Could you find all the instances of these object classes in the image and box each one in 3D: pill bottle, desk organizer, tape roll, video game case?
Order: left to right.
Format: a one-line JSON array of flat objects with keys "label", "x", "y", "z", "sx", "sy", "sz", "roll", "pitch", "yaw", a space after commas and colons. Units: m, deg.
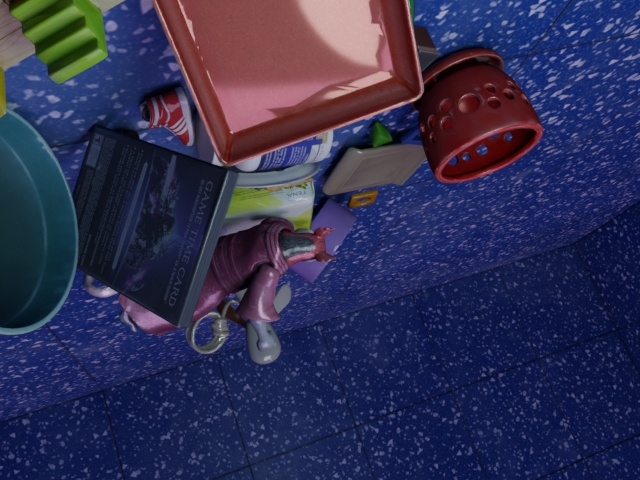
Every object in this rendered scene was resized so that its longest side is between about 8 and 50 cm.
[{"label": "video game case", "x": -0.235, "y": -0.029, "z": 0.803, "sx": 0.274, "sy": 0.196, "sz": 0.026, "roll": 21, "pitch": -176, "yaw": 34}, {"label": "pill bottle", "x": -0.086, "y": -0.162, "z": 0.934, "sx": 0.187, "sy": 0.112, "sz": 0.112, "roll": -12, "pitch": 162, "yaw": -28}, {"label": "tape roll", "x": 0.000, "y": 0.000, "z": 1.429, "sx": 0.189, "sy": 0.080, "sz": 0.189, "roll": -56, "pitch": -179, "yaw": 1}, {"label": "desk organizer", "x": 0.116, "y": -0.266, "z": 0.952, "sx": 0.047, "sy": 0.050, "sz": 0.130, "roll": -6, "pitch": 158, "yaw": -39}]

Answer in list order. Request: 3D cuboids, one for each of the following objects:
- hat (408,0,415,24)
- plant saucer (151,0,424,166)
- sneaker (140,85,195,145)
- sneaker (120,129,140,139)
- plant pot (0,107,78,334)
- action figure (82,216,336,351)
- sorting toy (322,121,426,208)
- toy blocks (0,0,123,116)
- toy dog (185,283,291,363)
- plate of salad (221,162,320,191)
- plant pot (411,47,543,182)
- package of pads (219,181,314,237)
[{"label": "hat", "x": 0.002, "y": -0.288, "z": 0.801, "sx": 0.173, "sy": 0.183, "sz": 0.208, "roll": 23, "pitch": 114, "yaw": -27}, {"label": "plant saucer", "x": -0.033, "y": -0.238, "z": 0.682, "sx": 0.259, "sy": 0.047, "sz": 0.259, "roll": -20, "pitch": 125, "yaw": -2}, {"label": "sneaker", "x": -0.217, "y": -0.169, "z": 0.885, "sx": 0.067, "sy": 0.042, "sz": 0.118, "roll": -20, "pitch": 156, "yaw": -14}, {"label": "sneaker", "x": -0.319, "y": -0.084, "z": 0.959, "sx": 0.097, "sy": 0.084, "sz": 0.234, "roll": -12, "pitch": 161, "yaw": -22}, {"label": "plant pot", "x": -0.481, "y": -0.009, "z": 0.740, "sx": 0.255, "sy": 0.271, "sz": 0.271, "roll": -9, "pitch": 165, "yaw": 11}, {"label": "action figure", "x": -0.149, "y": 0.025, "z": 1.038, "sx": 0.370, "sy": 0.248, "sz": 0.275, "roll": -19, "pitch": 134, "yaw": 22}, {"label": "sorting toy", "x": 0.114, "y": -0.161, "z": 1.294, "sx": 0.196, "sy": 0.047, "sz": 0.347, "roll": -8, "pitch": 160, "yaw": -24}, {"label": "toy blocks", "x": -0.274, "y": -0.244, "z": 0.408, "sx": 0.382, "sy": 0.190, "sz": 0.261, "roll": -24, "pitch": 152, "yaw": 12}, {"label": "toy dog", "x": -0.170, "y": 0.096, "z": 1.389, "sx": 0.220, "sy": 0.333, "sz": 0.161, "roll": 7, "pitch": 177, "yaw": -6}, {"label": "plate of salad", "x": -0.099, "y": -0.108, "z": 1.021, "sx": 0.200, "sy": 0.048, "sz": 0.200, "roll": -2, "pitch": -157, "yaw": 1}, {"label": "plant pot", "x": 0.252, "y": -0.214, "z": 1.057, "sx": 0.191, "sy": 0.174, "sz": 0.191, "roll": -19, "pitch": 164, "yaw": -6}, {"label": "package of pads", "x": -0.162, "y": -0.054, "z": 1.174, "sx": 0.297, "sy": 0.101, "sz": 0.229, "roll": -11, "pitch": 162, "yaw": -7}]
